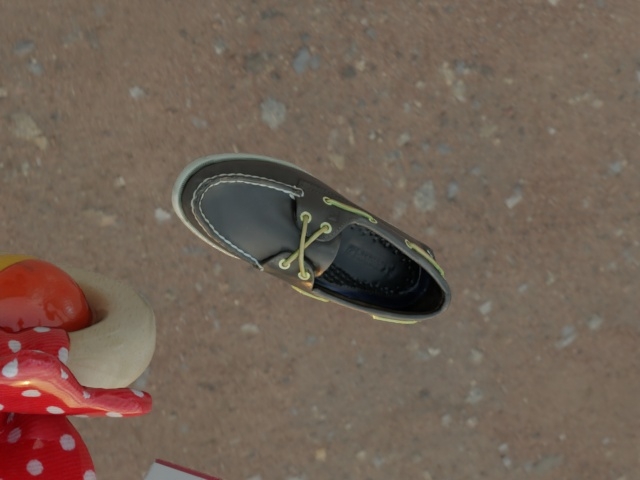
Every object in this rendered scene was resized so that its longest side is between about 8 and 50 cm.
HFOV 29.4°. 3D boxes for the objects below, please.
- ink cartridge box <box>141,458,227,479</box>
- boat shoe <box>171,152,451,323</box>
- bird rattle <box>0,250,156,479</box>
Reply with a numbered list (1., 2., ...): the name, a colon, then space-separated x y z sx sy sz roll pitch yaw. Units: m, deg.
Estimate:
1. ink cartridge box: -0.072 0.235 0.885 0.109 0.063 0.150 13 142 20
2. boat shoe: 0.000 0.000 0.895 0.228 0.069 0.081 21 100 -30
3. bird rattle: -0.176 0.046 0.632 0.207 0.253 0.143 -23 114 -55
